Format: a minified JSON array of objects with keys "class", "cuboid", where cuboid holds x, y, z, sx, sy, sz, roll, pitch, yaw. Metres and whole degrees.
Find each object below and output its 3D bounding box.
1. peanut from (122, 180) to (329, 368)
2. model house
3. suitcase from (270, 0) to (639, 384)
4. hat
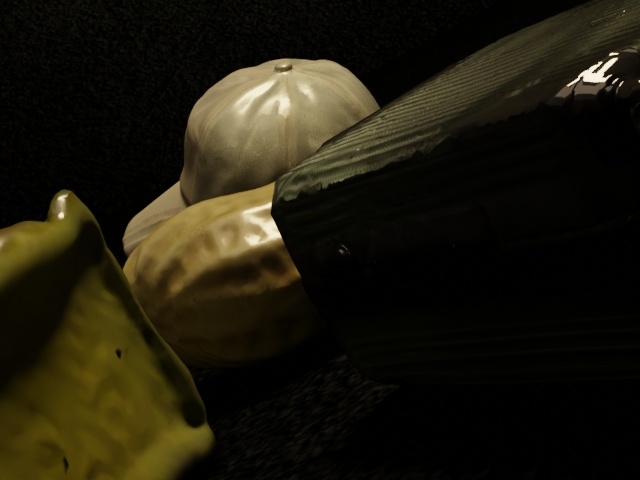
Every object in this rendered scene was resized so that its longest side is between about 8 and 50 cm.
[{"class":"peanut","cuboid":[0.000,0.000,0.946,0.275,0.111,0.125,-27,13,12]},{"class":"model house","cuboid":[-0.209,0.106,0.770,0.234,0.174,0.193,-19,15,25]},{"class":"suitcase","cuboid":[0.123,-0.029,0.669,0.202,0.128,0.312,-33,10,-27]},{"class":"hat","cuboid":[-0.066,-0.064,1.389,0.275,0.161,0.232,-26,5,38]}]
